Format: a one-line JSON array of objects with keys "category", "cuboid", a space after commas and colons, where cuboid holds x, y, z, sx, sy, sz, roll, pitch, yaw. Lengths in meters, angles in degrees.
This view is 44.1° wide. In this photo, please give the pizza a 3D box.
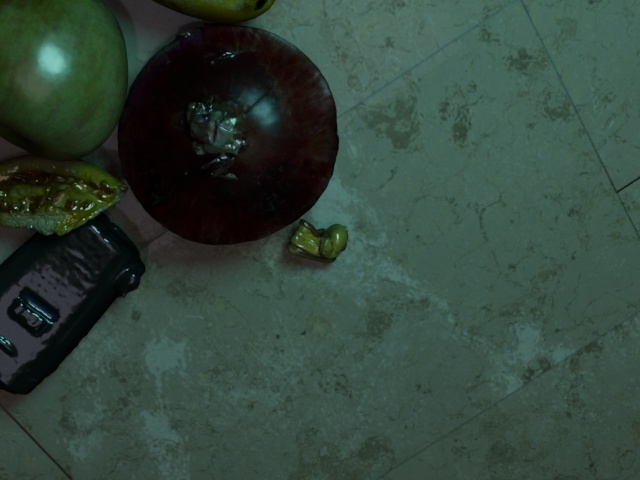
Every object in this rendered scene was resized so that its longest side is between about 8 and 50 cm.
[{"category": "pizza", "cuboid": [-0.440, -0.077, 1.248, 0.271, 0.134, 0.056, 12, 153, 12]}]

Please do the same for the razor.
[{"category": "razor", "cuboid": [-0.453, 0.098, 1.313, 0.327, 0.107, 0.189, -44, 108, 1]}]

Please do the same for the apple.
[{"category": "apple", "cuboid": [-0.400, -0.251, 1.139, 0.257, 0.257, 0.234, 26, 74, -17]}]

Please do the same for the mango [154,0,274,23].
[{"category": "mango", "cuboid": [-0.208, -0.423, 1.143, 0.316, 0.193, 0.146, 27, 131, -5]}]

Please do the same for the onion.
[{"category": "onion", "cuboid": [-0.141, -0.153, 1.187, 0.348, 0.285, 0.347, 0, 97, 1]}]

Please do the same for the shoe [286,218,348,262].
[{"category": "shoe", "cuboid": [-0.001, 0.001, 1.378, 0.109, 0.072, 0.069, 13, 111, -14]}]
